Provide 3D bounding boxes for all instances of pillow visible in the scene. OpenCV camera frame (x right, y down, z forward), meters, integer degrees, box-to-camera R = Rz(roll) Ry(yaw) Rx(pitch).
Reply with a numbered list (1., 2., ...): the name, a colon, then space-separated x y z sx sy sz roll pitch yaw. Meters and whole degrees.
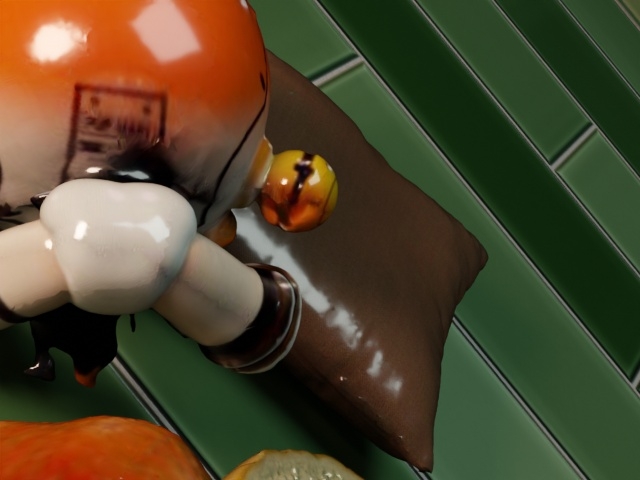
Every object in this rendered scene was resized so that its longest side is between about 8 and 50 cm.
1. pillow: 0.000 0.000 1.317 0.305 0.108 0.308 41 33 -13

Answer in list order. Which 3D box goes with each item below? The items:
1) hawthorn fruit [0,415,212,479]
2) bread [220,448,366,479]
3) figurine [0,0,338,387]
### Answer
1. hawthorn fruit: -0.138 0.216 0.777 0.224 0.224 0.261 41 45 -16
2. bread: 0.000 0.244 1.074 0.236 0.070 0.236 36 30 -25
3. figurine: -0.138 -0.077 1.068 0.320 0.196 0.323 4 55 -16
